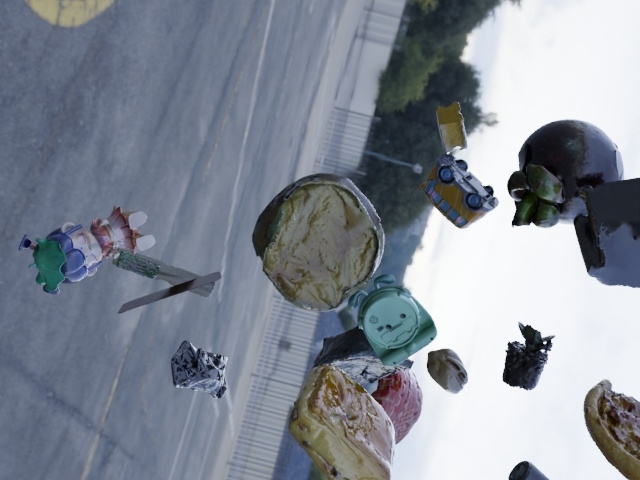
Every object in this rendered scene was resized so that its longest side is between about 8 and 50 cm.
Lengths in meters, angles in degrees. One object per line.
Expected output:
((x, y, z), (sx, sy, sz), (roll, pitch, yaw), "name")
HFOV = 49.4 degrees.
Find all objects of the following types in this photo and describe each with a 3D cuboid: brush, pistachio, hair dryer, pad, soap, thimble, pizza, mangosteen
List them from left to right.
((-0.426, 0.091, 1.908), (0.054, 0.282, 0.048), (-67, -164, 7), "brush")
((-0.381, 0.130, 1.778), (0.181, 0.267, 0.004), (-158, -130, -79), "pad")
((0.143, 0.480, 2.226), (0.230, 0.350, 0.350), (51, 44, -44), "thimble")
((0.370, 0.383, 2.037), (0.149, 0.113, 0.113), (61, 15, -15), "pistachio")
((0.385, -0.328, 2.048), (0.232, 0.073, 0.140), (-36, 111, -79), "soap")
((0.458, 0.602, 1.644), (0.219, 0.124, 0.071), (-46, -178, 46), "hair dryer")
((0.647, -0.170, 1.849), (0.311, 0.311, 0.311), (14, 90, -89), "mangosteen")
((0.906, 0.562, 2.028), (0.409, 0.278, 0.114), (-73, 180, -58), "pizza")

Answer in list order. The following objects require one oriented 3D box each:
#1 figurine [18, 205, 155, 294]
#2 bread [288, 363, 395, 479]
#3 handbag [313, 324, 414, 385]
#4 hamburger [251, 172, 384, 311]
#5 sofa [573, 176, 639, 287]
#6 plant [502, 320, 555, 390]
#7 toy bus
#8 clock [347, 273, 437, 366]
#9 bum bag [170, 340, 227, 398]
((-0.380, 0.016, 1.143), (0.102, 0.195, 0.111), (8, -62, 56), "figurine")
((0.051, 0.354, 1.308), (0.099, 0.235, 0.210), (-38, -173, 21), "bread")
((0.102, 0.307, 1.770), (0.270, 0.175, 0.088), (-33, -151, 54), "handbag")
((-0.002, -0.001, 1.492), (0.285, 0.265, 0.134), (-42, -169, -9), "hamburger")
((0.732, -0.021, 1.616), (0.182, 0.258, 0.200), (67, 18, -45), "sofa")
((0.644, 0.359, 2.166), (0.131, 0.142, 0.203), (9, 92, -62), "plant")
((0.383, -0.132, 1.957), (0.136, 0.209, 0.126), (-50, 168, 34), "toy bus")
((0.152, 0.172, 1.529), (0.148, 0.188, 0.060), (-37, -171, 10), "clock")
((-0.278, 0.305, 1.633), (0.248, 0.069, 0.102), (50, 35, -63), "bum bag")
